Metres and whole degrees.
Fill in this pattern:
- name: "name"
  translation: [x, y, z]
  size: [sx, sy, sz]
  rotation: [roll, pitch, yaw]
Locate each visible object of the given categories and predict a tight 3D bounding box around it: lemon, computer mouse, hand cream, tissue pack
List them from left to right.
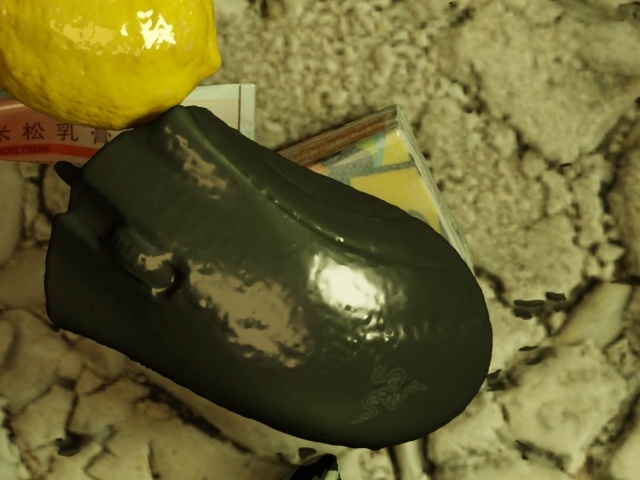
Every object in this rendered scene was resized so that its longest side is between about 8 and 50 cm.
- name: "hand cream"
  translation: [-0.145, -0.062, 1.085]
  size: [0.216, 0.038, 0.052]
  rotation: [2, 142, 0]
- name: "lemon"
  translation: [-0.125, -0.117, 1.015]
  size: [0.155, 0.114, 0.114]
  rotation: [17, 112, -2]
- name: "computer mouse"
  translation: [-0.028, 0.032, 1.017]
  size: [0.264, 0.088, 0.147]
  rotation: [28, 112, -8]
- name: "tissue pack"
  translation: [0.000, 0.000, 1.077]
  size: [0.148, 0.060, 0.109]
  rotation: [-22, 113, 13]

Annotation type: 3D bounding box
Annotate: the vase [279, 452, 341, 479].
- name: "vase"
  translation: [0.091, 0.290, 1.142]
  size: [0.360, 0.165, 0.165]
  rotation: [45, 108, -8]
